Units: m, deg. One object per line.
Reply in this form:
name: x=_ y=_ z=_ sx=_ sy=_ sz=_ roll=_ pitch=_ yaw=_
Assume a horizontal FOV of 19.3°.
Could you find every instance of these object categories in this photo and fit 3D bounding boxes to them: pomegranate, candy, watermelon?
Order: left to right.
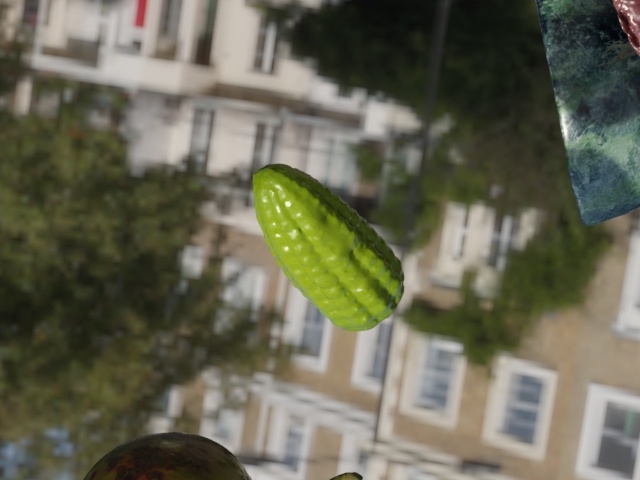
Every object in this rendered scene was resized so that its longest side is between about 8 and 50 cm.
pomegranate: x=-0.075 y=0.202 z=1.245 sx=0.220 sy=0.156 sz=0.156 roll=-8 pitch=178 yaw=29
candy: x=0.000 y=0.000 z=1.755 sx=0.097 sy=0.097 sz=0.209 roll=14 pitch=154 yaw=44
watermelon: x=0.305 y=-0.178 z=1.936 sx=0.148 sy=0.318 sz=0.226 roll=-9 pitch=174 yaw=7

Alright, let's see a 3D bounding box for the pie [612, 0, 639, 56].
pie: x=0.292 y=-0.209 z=1.604 sx=0.038 sy=0.153 sz=0.153 roll=-17 pitch=171 yaw=34
